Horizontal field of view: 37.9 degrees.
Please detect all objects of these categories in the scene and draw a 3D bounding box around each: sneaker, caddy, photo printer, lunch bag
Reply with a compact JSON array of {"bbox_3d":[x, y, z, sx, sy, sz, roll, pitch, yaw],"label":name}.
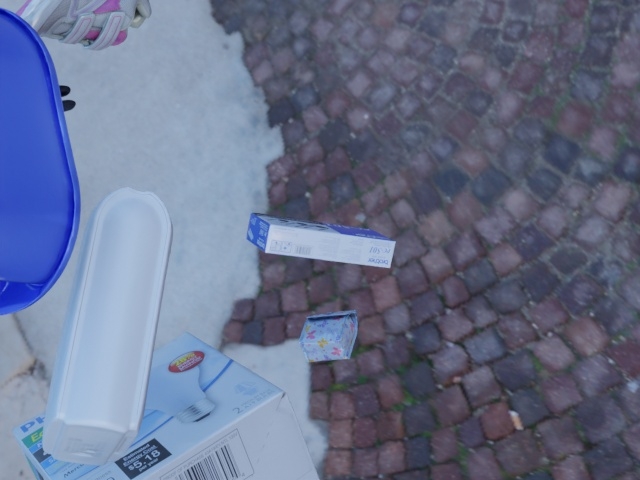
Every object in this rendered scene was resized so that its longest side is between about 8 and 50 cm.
[{"bbox_3d":[-0.322,-0.317,1.293,0.103,0.252,0.111,-23,105,46],"label":"sneaker"},{"bbox_3d":[-0.382,-0.087,0.983,0.241,0.179,0.342,-15,84,27],"label":"caddy"},{"bbox_3d":[-0.258,0.100,1.136,0.256,0.107,0.308,131,148,-62],"label":"photo printer"},{"bbox_3d":[0.013,0.134,1.371,0.071,0.053,0.083,-6,33,23],"label":"lunch bag"}]

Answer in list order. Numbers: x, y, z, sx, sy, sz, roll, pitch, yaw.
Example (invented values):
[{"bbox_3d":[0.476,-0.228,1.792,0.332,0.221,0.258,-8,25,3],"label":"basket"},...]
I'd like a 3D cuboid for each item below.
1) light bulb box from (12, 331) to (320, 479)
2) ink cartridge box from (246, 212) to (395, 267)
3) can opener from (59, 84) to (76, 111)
[{"bbox_3d":[-0.252,0.363,1.514,0.357,0.225,0.361,-29,25,-26],"label":"light bulb box"},{"bbox_3d":[0.000,0.000,1.422,0.097,0.207,0.046,-150,69,-66],"label":"ink cartridge box"},{"bbox_3d":[-0.441,-0.194,1.330,0.073,0.186,0.059,-30,69,54],"label":"can opener"}]
